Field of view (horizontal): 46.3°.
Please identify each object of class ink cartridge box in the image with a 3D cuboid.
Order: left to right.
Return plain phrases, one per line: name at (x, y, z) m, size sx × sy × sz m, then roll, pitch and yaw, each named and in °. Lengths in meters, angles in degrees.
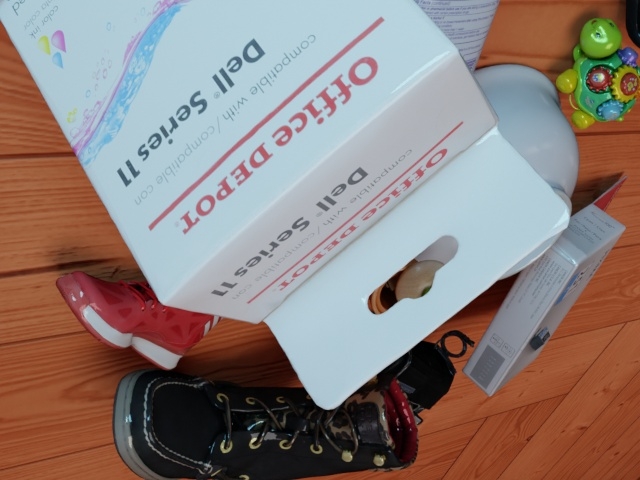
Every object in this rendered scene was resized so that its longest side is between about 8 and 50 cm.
ink cartridge box at (-0.041, -0.094, 0.460) m, size 0.207 × 0.353 × 0.119 m, roll -41°, pitch 156°, yaw 11°
ink cartridge box at (0.355, 0.068, 1.117) m, size 0.261 × 0.066 × 0.296 m, roll -28°, pitch 149°, yaw -38°

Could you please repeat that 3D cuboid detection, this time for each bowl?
bowl at (0.197, -0.046, 0.887) m, size 0.298 × 0.134 × 0.298 m, roll -19°, pitch 142°, yaw -16°

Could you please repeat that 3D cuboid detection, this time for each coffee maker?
coffee maker at (0.120, 0.175, 1.119) m, size 0.171 × 0.120 × 0.178 m, roll -57°, pitch 144°, yaw -5°

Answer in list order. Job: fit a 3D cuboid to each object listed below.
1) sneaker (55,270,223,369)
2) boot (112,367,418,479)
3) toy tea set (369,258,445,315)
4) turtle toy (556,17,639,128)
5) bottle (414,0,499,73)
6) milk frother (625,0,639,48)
sneaker at (-0.173, 0.053, 0.792) m, size 0.128 × 0.087 × 0.221 m, roll -41°, pitch 156°, yaw -2°
boot at (-0.050, 0.229, 0.931) m, size 0.284 × 0.138 × 0.377 m, roll -11°, pitch 151°, yaw 17°
toy tea set at (0.000, 0.000, 0.732) m, size 0.336 × 0.124 × 0.200 m, roll 11°, pitch 115°, yaw -24°
turtle toy at (0.324, -0.191, 0.851) m, size 0.095 × 0.066 × 0.130 m, roll -38°, pitch 114°, yaw -13°
bottle at (0.100, -0.224, 0.643) m, size 0.118 × 0.092 × 0.283 m, roll -11°, pitch 138°, yaw -23°
milk frother at (0.412, -0.259, 0.791) m, size 0.143 × 0.129 × 0.135 m, roll -21°, pitch 127°, yaw -3°
